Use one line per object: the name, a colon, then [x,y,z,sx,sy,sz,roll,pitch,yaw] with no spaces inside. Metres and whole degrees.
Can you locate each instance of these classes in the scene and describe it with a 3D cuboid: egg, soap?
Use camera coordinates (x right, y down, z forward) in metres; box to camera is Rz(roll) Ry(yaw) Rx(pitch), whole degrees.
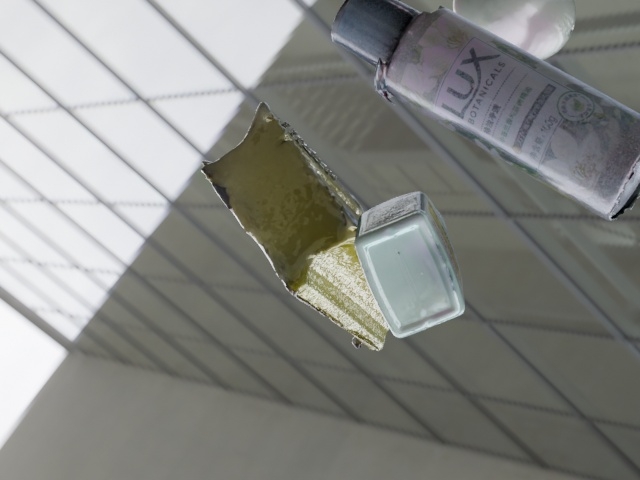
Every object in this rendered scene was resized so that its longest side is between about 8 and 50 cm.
egg: [0.191,-0.227,1.386,0.103,0.135,0.103,-16,-111,49]
soap: [0.001,-0.001,1.085,0.076,0.233,0.135,-38,-114,3]

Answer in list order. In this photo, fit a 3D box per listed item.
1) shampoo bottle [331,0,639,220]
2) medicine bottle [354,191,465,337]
shampoo bottle: [0.104,-0.090,0.861,0.214,0.072,0.072,32,-103,19]
medicine bottle: [0.060,0.009,0.937,0.055,0.074,0.118,-24,-169,9]
